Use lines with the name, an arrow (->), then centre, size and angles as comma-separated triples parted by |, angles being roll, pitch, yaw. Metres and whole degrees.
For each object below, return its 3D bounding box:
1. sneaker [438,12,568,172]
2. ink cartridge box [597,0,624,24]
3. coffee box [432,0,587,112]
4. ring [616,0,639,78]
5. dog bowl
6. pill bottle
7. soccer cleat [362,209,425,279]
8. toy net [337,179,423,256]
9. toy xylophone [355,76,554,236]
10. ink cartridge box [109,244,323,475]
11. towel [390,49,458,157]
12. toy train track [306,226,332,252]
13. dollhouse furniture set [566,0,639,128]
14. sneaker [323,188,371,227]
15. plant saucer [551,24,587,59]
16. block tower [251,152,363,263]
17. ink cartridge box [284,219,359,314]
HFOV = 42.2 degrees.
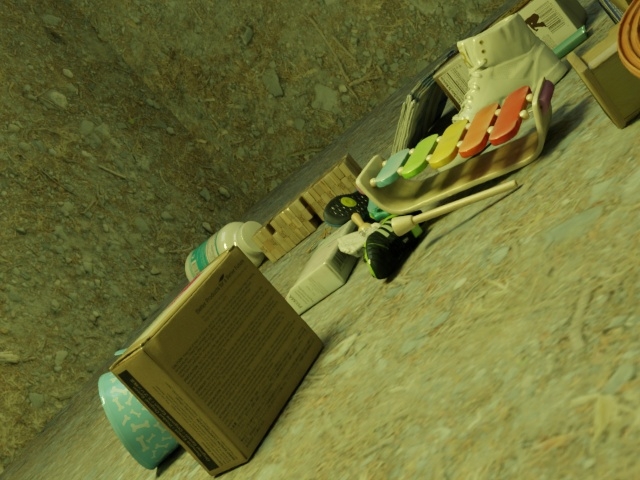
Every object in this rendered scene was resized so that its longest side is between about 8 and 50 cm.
sneaker -> 0.273, -0.267, 1.462 | 0.292, 0.169, 0.108 | -43, 11, -3
ink cartridge box -> 0.477, -0.369, 1.309 | 0.046, 0.097, 0.207 | -38, 10, 22
coffee box -> 0.401, -0.411, 1.759 | 0.297, 0.119, 0.168 | -35, 11, 34
ring -> 0.440, -0.232, 0.751 | 0.337, 0.032, 0.336 | -26, 28, 15
dog bowl -> -0.270, 0.251, 1.346 | 0.074, 0.166, 0.297 | -30, 9, 0
pill bottle -> -0.251, 0.041, 2.289 | 0.264, 0.146, 0.146 | -32, 13, 43
soccer cleat -> 0.112, -0.001, 1.239 | 0.072, 0.060, 0.179 | -22, 17, 27
toy net -> 0.109, -0.030, 1.455 | 0.122, 0.045, 0.232 | -4, 32, 29
toy xylophone -> 0.202, -0.119, 1.216 | 0.323, 0.081, 0.236 | -26, 16, 23
ink cartridge box -> -0.126, 0.150, 1.080 | 0.088, 0.193, 0.234 | -34, 11, 40
towel -> 0.244, -0.302, 1.919 | 0.285, 0.034, 0.209 | -48, -22, -44
toy train track -> 0.000, 0.000, 1.851 | 0.083, 0.014, 0.048 | -45, 15, 17
dollhouse furniture set -> 0.363, -0.279, 1.026 | 0.161, 0.212, 0.242 | -38, 37, 17
sneaker -> 0.067, -0.054, 1.616 | 0.209, 0.069, 0.082 | -35, -28, -52
plant saucer -> 0.440, -0.347, 1.623 | 0.192, 0.018, 0.067 | -36, 10, 26
block tower -> -0.019, -0.084, 2.074 | 0.335, 0.097, 0.091 | -37, 11, 23
ink cartridge box -> -0.031, 0.075, 1.493 | 0.232, 0.066, 0.189 | -32, 12, 27
